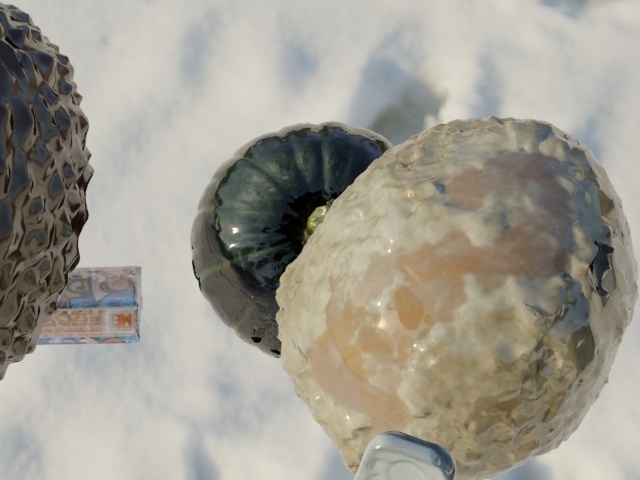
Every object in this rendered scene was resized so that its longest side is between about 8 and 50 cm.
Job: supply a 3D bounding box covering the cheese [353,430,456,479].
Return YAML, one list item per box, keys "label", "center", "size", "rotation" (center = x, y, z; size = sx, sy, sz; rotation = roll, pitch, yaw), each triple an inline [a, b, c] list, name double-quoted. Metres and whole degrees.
- label: "cheese"
  center: [0.015, 0.189, 0.844]
  size: [0.127, 0.235, 0.049]
  rotation: [22, 34, 2]

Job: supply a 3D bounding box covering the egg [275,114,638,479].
- label: "egg"
  center: [0.110, 0.049, 1.309]
  size: [0.279, 0.279, 0.310]
  rotation: [30, 65, 23]

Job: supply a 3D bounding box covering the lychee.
- label: "lychee"
  center: [-0.199, -0.038, 0.779]
  size: [0.200, 0.238, 0.200]
  rotation: [-9, 2, 0]

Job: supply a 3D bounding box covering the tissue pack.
- label: "tissue pack"
  center: [-0.286, 0.077, 1.967]
  size: [0.155, 0.065, 0.115]
  rotation: [0, 22, -3]

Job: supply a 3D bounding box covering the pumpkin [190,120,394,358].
- label: "pumpkin"
  center: [0.000, 0.000, 1.625]
  size: [0.250, 0.216, 0.249]
  rotation: [0, 78, 1]
